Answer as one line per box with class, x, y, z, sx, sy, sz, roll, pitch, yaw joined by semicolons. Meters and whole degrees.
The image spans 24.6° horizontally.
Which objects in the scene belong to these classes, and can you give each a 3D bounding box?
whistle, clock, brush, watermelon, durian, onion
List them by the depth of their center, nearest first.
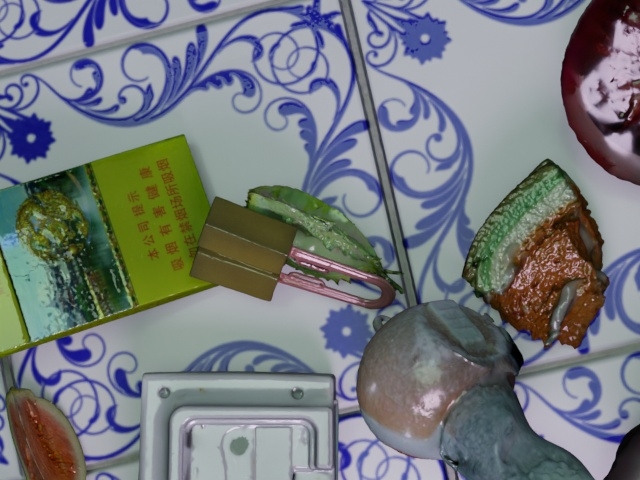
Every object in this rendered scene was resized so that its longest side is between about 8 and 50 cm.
whistle;0.160;0.198;1.574;0.189;0.189;0.348;-46;53;2
onion;0.393;-0.197;1.625;0.272;0.195;0.272;-1;118;-2
clock;-0.092;0.277;1.647;0.231;0.116;0.262;1;82;-1
brush;-0.027;0.034;1.665;0.233;0.103;0.047;20;51;-4
durian;0.000;0.000;1.687;0.215;0.100;0.086;30;87;-14
watermelon;-0.316;0.246;1.729;0.069;0.087;0.163;-20;81;-25

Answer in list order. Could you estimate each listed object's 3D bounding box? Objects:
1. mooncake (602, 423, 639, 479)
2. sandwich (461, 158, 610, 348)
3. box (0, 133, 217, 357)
mooncake;0.502;0.302;1.502;0.350;0.212;0.381;-27;84;23
sandwich;0.259;0.015;1.641;0.160;0.109;0.185;34;90;13
box;-0.288;0.012;1.710;0.335;0.047;0.187;-18;81;-12
